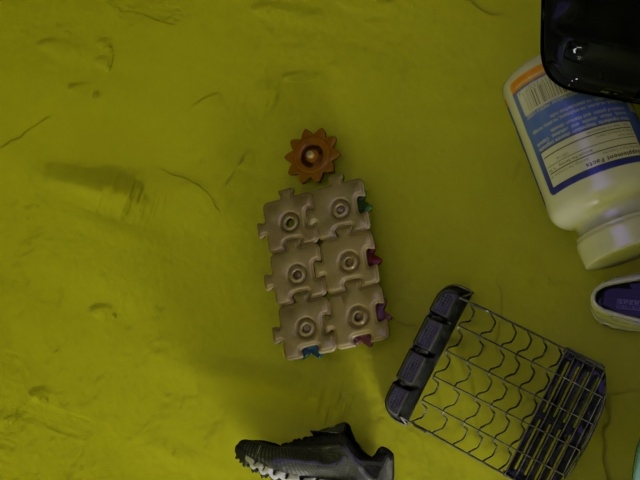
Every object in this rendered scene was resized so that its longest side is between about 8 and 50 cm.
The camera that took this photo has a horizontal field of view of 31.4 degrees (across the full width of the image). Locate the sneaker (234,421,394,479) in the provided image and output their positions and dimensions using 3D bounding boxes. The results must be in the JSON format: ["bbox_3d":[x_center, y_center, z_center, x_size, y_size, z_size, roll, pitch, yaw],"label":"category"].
[{"bbox_3d":[-0.001,0.295,1.566,0.234,0.078,0.106,14,82,17],"label":"sneaker"}]

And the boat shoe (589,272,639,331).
[{"bbox_3d":[0.468,0.084,1.430,0.258,0.084,0.095,-5,78,19],"label":"boat shoe"}]

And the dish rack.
[{"bbox_3d":[0.232,0.197,1.504,0.272,0.074,0.208,27,91,20],"label":"dish rack"}]

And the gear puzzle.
[{"bbox_3d":[0.000,0.000,1.640,0.176,0.044,0.338,-15,73,18],"label":"gear puzzle"}]

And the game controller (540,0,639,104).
[{"bbox_3d":[0.417,-0.251,1.434,0.319,0.067,0.166,8,71,-22],"label":"game controller"}]

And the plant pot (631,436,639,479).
[{"bbox_3d":[0.548,0.241,1.262,0.334,0.341,0.341,17,86,30],"label":"plant pot"}]

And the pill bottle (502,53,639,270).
[{"bbox_3d":[0.349,-0.106,1.473,0.152,0.152,0.272,-22,74,15],"label":"pill bottle"}]
